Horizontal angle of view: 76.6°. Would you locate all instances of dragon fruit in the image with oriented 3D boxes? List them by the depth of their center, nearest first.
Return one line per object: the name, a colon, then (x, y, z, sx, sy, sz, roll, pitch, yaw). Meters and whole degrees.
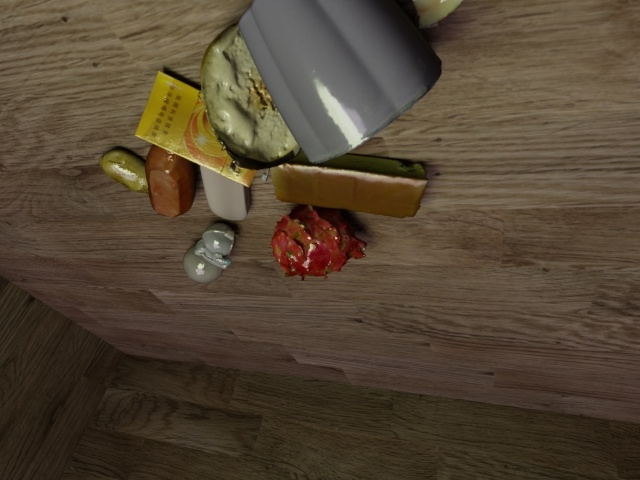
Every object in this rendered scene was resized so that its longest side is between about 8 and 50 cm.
dragon fruit: (0.000, 0.000, 1.098, 0.268, 0.210, 0.205, 6, 132, -19)

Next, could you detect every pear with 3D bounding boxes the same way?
pear: (-0.143, -0.280, 0.787, 0.178, 0.267, 0.267, 27, 162, 47)

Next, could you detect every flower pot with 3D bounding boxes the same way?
flower pot: (0.015, -0.290, 0.632, 0.265, 0.265, 0.243, -22, 120, 41)

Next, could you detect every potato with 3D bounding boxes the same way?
potato: (-0.529, -0.187, 1.137, 0.107, 0.080, 0.170, -28, 126, 30)

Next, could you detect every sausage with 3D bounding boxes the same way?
sausage: (-0.394, -0.162, 1.076, 0.133, 0.133, 0.258, 17, 143, -2)

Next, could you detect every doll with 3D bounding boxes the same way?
doll: (-0.359, 0.035, 1.333, 0.151, 0.150, 0.287, 28, 140, -16)

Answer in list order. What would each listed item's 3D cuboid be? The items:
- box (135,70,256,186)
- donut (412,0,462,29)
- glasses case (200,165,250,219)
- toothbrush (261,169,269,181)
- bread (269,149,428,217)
box: (-0.254, -0.245, 0.907, 0.270, 0.043, 0.152, 25, 103, -12)
donut: (0.166, -0.401, 0.575, 0.108, 0.065, 0.166, -7, 138, 29)
glasses case: (-0.249, -0.157, 1.070, 0.113, 0.075, 0.296, 12, 146, 1)
toothbrush: (-0.129, -0.202, 1.016, 0.014, 0.011, 0.167, 24, 145, -3)
bread: (0.065, -0.138, 0.971, 0.362, 0.077, 0.138, 9, 144, 10)
